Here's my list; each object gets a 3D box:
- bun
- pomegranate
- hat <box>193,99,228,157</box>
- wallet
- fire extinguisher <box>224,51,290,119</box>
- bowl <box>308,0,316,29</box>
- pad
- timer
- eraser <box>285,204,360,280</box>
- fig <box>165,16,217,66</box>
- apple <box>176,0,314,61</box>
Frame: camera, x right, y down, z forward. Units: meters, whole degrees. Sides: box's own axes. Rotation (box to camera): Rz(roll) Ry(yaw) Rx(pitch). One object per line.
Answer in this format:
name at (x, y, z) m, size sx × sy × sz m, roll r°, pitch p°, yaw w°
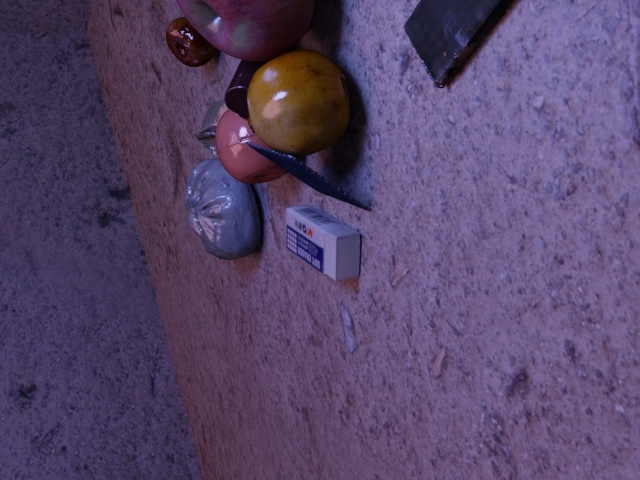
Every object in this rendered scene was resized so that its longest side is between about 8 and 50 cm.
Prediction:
bun at (-0.339, -0.100, 2.310) m, size 0.354 × 0.194 × 0.354 m, roll 40°, pitch 139°, yaw 48°
pomegranate at (-0.055, -0.318, 1.667) m, size 0.264 × 0.264 × 0.264 m, roll 27°, pitch 121°, yaw 57°
hat at (-0.322, -0.371, 2.374) m, size 0.166 × 0.144 × 0.173 m, roll 39°, pitch 88°, yaw 32°
wallet at (0.263, -0.442, 1.272) m, size 0.169 × 0.044 × 0.317 m, roll 66°, pitch 150°, yaw 19°
fire extinguisher at (-0.159, -0.472, 1.881) m, size 0.135 × 0.114 × 0.337 m, roll -31°, pitch 33°, yaw 46°
bowl at (-0.093, -0.629, 1.832) m, size 0.189 × 0.086 × 0.189 m, roll 29°, pitch 124°, yaw 57°
pad at (-0.034, -0.159, 1.719) m, size 0.012 × 0.269 × 0.270 m, roll -60°, pitch 31°, yaw -2°
timer at (-0.178, -0.276, 1.943) m, size 0.229 × 0.230 × 0.214 m, roll -29°, pitch 71°, yaw 61°
eraser at (0.000, 0.000, 1.848) m, size 0.279 × 0.081 × 0.124 m, roll 32°, pitch 125°, yaw 55°
fig at (-0.415, -0.691, 2.378) m, size 0.175 × 0.207 × 0.175 m, roll 15°, pitch 127°, yaw 21°
apple at (-0.172, -0.595, 1.646) m, size 0.345 × 0.269 × 0.345 m, roll 37°, pitch 161°, yaw 15°
